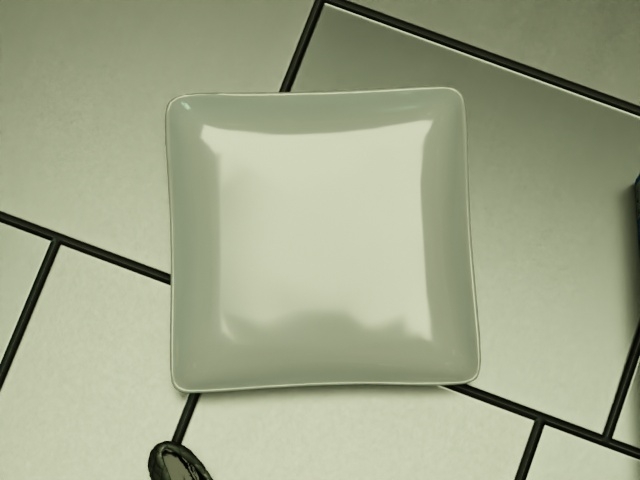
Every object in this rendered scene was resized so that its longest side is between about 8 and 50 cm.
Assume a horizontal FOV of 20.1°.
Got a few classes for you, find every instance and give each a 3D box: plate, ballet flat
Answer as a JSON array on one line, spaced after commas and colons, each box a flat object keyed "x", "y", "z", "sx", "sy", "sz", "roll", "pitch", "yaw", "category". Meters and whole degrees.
[{"x": 0.000, "y": 0.000, "z": 1.645, "sx": 0.277, "sy": 0.045, "sz": 0.278, "roll": -2, "pitch": 78, "yaw": -1, "category": "plate"}, {"x": -0.096, "y": 0.250, "z": 1.586, "sx": 0.057, "sy": 0.049, "sz": 0.173, "roll": -39, "pitch": 82, "yaw": -8, "category": "ballet flat"}]

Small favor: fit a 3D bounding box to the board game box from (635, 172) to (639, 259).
[{"x": 0.447, "y": 0.079, "z": 1.619, "sx": 0.308, "sy": 0.086, "sz": 0.302, "roll": -1, "pitch": 78, "yaw": -2, "category": "board game box"}]
